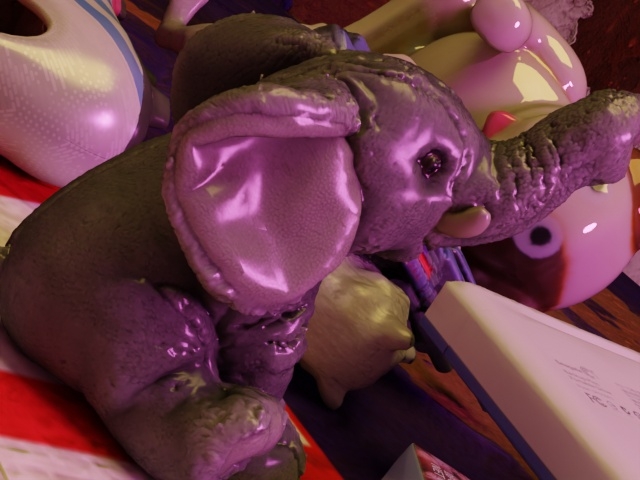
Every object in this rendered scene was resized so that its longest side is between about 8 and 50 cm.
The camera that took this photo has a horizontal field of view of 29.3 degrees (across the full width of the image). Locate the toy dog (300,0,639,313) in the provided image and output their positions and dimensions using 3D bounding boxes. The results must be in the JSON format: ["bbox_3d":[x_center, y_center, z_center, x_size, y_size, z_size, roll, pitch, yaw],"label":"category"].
[{"bbox_3d":[0.164,-0.079,1.295,0.408,0.284,0.395,-128,-163,-55],"label":"toy dog"}]

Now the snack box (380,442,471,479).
[{"bbox_3d":[0.110,0.191,0.477,0.207,0.070,0.174,35,12,-15],"label":"snack box"}]

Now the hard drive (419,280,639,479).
[{"bbox_3d":[0.198,0.145,0.592,0.210,0.040,0.319,22,19,-34],"label":"hard drive"}]

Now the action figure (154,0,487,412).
[{"bbox_3d":[0.000,0.000,0.823,0.341,0.178,0.330,61,4,-33],"label":"action figure"}]

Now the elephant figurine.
[{"bbox_3d":[-0.013,-0.023,0.529,0.169,0.239,0.186,45,15,32],"label":"elephant figurine"}]

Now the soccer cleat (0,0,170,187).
[{"bbox_3d":[-0.198,-0.150,0.783,0.143,0.116,0.331,28,15,-35],"label":"soccer cleat"}]
